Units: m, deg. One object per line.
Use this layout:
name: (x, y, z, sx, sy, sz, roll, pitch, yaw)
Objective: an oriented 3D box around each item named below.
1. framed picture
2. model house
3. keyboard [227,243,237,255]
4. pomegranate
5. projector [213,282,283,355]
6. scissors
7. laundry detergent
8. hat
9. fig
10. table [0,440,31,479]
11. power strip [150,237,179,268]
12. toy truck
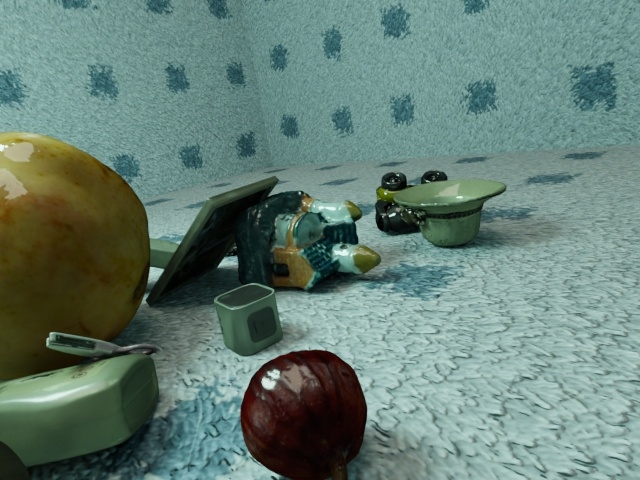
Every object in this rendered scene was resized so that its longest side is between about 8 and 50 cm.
framed picture: (-0.234, -0.002, 0.954, 0.324, 0.020, 0.240, -50, -7, 30)
model house: (0.000, 0.000, 0.934, 0.290, 0.185, 0.253, 7, 18, 32)
keyboard: (-0.225, 0.020, 1.242, 0.316, 0.028, 0.106, -5, 13, 14)
pomegranate: (-0.488, 0.018, 0.714, 0.410, 0.413, 0.411, -8, 16, 2)
projector: (-0.116, 0.125, 0.707, 0.083, 0.082, 0.083, -21, 20, -36)
scissors: (-0.290, 0.143, 0.569, 0.085, 0.022, 0.176, -17, -23, 4)
laundry detergent: (-0.342, 0.205, 0.525, 0.252, 0.091, 0.181, -10, 3, -3)
hat: (0.304, -0.056, 1.025, 0.256, 0.130, 0.257, -9, 15, 2)
fig: (-0.019, 0.175, 0.417, 0.128, 0.129, 0.150, -5, 21, 12)
table: (-0.374, 0.248, 0.325, 0.226, 0.167, 0.167, -15, 14, 13)
power strip: (-0.427, 0.024, 1.021, 0.287, 0.053, 0.093, 11, 10, -20)
toy truck: (0.261, -0.092, 1.201, 0.224, 0.148, 0.166, -4, 40, 7)
